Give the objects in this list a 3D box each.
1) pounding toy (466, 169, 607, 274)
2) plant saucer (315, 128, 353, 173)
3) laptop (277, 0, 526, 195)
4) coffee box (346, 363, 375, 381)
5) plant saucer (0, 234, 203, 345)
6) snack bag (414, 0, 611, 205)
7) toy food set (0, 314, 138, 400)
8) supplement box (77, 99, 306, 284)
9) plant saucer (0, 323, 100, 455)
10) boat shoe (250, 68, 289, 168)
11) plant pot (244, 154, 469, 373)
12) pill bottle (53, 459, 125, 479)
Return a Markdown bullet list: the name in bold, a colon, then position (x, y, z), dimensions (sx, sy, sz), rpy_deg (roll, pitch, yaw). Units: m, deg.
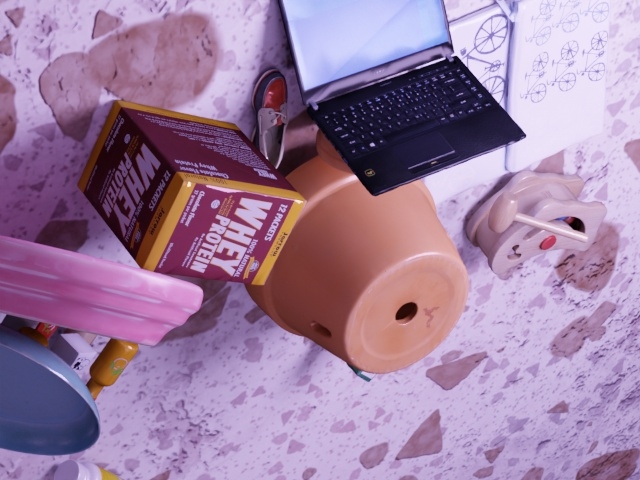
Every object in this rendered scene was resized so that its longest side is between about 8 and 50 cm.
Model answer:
- **pounding toy**: position (0.333, -0.002, 2.297), dimensions (0.270, 0.155, 0.154), rpy_deg (2, 133, -42)
- **plant saucer**: position (0.092, -0.147, 1.975), dimensions (0.200, 0.200, 0.037), rpy_deg (-21, 124, -22)
- **laptop**: position (0.103, -0.220, 1.890), dimensions (0.234, 0.264, 0.136), rpy_deg (-21, 145, -21)
- **coffee box**: position (0.096, 0.110, 2.254), dimensions (0.184, 0.113, 0.040), rpy_deg (-50, 137, 6)
- **plant saucer**: position (-0.305, 0.057, 1.747), dimensions (0.332, 0.332, 0.084), rpy_deg (17, 83, -44)
- **snack bag**: position (0.276, -0.218, 2.174), dimensions (0.343, 0.037, 0.323), rpy_deg (-23, 135, -20)
- **toy food set**: position (-0.349, 0.150, 1.941), dimensions (0.104, 0.111, 0.232), rpy_deg (-55, 159, 14)
- **supplement box**: position (-0.160, -0.058, 1.858), dimensions (0.191, 0.194, 0.129), rpy_deg (8, 118, -41)
- **plant saucer**: position (-0.412, 0.168, 1.834), dimensions (0.317, 0.318, 0.043), rpy_deg (60, 40, -48)
- **boat shoe**: position (-0.063, -0.157, 1.963), dimensions (0.049, 0.043, 0.137), rpy_deg (-10, 128, -29)
- **plant pot**: position (0.065, 0.043, 2.044), dimensions (0.291, 0.203, 0.290), rpy_deg (-19, 132, -23)
- **pill bottle**: position (-0.330, 0.357, 2.173), dimensions (0.065, 0.065, 0.116), rpy_deg (-45, 139, 3)
